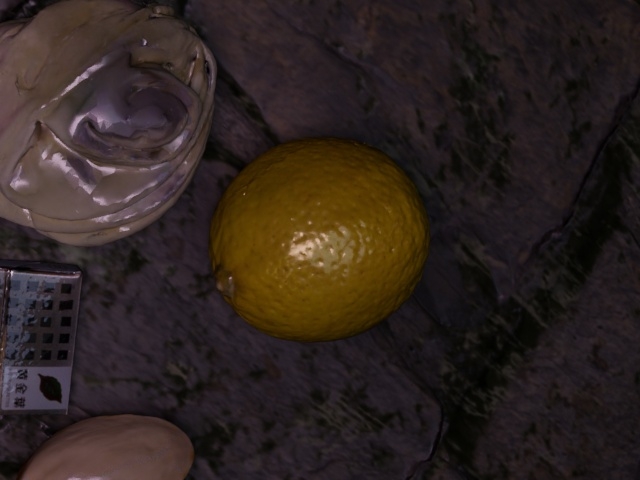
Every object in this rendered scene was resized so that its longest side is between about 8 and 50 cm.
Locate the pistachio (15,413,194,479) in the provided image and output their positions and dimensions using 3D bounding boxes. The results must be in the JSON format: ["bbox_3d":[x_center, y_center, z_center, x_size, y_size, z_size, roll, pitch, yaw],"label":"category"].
[{"bbox_3d":[-0.263,0.285,1.286,0.215,0.144,0.144,-14,106,-29],"label":"pistachio"}]

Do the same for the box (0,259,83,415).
[{"bbox_3d":[-0.447,0.107,1.217,0.324,0.047,0.181,5,99,-22],"label":"box"}]

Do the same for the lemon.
[{"bbox_3d":[-0.001,-0.001,1.273,0.267,0.267,0.268,-5,103,-21],"label":"lemon"}]

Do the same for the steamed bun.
[{"bbox_3d":[-0.236,-0.129,1.168,0.267,0.207,0.280,-1,103,-23],"label":"steamed bun"}]
